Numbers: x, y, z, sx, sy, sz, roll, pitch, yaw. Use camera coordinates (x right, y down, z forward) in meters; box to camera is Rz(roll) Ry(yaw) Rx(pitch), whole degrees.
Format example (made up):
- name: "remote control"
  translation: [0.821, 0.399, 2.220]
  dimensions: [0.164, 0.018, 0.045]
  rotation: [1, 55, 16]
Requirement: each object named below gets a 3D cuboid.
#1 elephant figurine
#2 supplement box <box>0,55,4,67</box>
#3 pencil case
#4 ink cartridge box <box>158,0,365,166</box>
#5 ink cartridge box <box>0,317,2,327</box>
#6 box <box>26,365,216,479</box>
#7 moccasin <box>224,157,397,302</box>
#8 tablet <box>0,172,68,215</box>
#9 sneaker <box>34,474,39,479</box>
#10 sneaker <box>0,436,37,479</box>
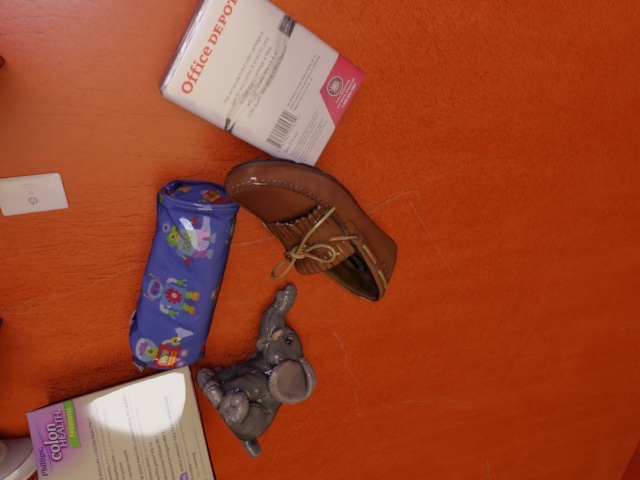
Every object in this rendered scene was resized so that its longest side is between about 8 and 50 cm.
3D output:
- name: "elephant figurine"
  translation: [-0.090, 0.236, 0.857]
  dimensions: [0.239, 0.169, 0.186]
  rotation: [-36, 152, -22]
- name: "supplement box"
  translation: [-0.456, -0.137, 0.397]
  dimensions: [0.194, 0.356, 0.195]
  rotation: [37, 95, -31]
- name: "pencil case"
  translation: [-0.218, 0.054, 0.729]
  dimensions: [0.133, 0.119, 0.306]
  rotation: [17, 108, -3]
- name: "ink cartridge box"
  translation: [-0.084, -0.229, 0.663]
  dimensions: [0.237, 0.100, 0.172]
  rotation: [24, 102, -31]
- name: "ink cartridge box"
  translation: [-0.585, 0.201, 0.573]
  dimensions: [0.270, 0.198, 0.197]
  rotation: [12, 94, -27]
- name: "box"
  translation: [-0.313, 0.342, 0.764]
  dimensions: [0.243, 0.117, 0.213]
  rotation: [-14, 82, -18]
- name: "moccasin"
  translation: [-0.003, 0.000, 0.738]
  dimensions: [0.380, 0.139, 0.147]
  rotation: [41, 49, -49]
- name: "tablet"
  translation: [-0.409, -0.065, 0.658]
  dimensions: [0.083, 0.006, 0.054]
  rotation: [-10, 117, -18]
- name: "sneaker"
  translation: [-0.410, 0.413, 0.835]
  dimensions: [0.215, 0.083, 0.084]
  rotation: [-24, 122, -9]
- name: "sneaker"
  translation: [-0.576, 0.345, 0.722]
  dimensions: [0.252, 0.103, 0.111]
  rotation: [-2, 115, -23]
